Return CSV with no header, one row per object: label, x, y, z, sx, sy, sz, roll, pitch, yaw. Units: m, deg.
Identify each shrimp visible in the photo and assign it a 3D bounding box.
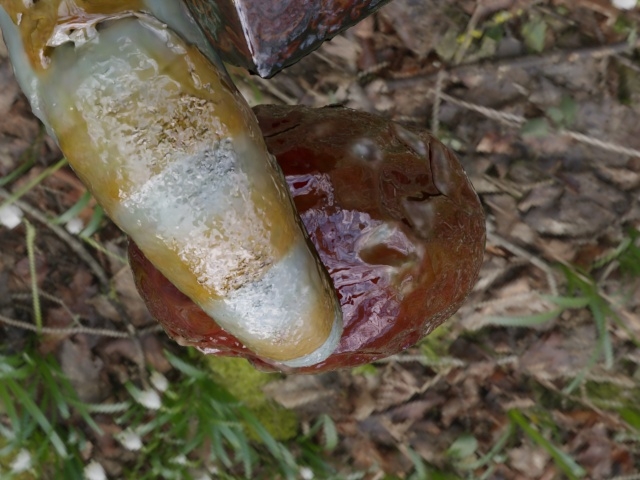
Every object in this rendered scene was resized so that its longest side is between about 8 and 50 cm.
shrimp,-0.041,-0.027,0.459,0.068,0.185,0.287,-29,168,7

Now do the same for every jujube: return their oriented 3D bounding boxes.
jujube,0.001,0.000,0.986,0.377,0.276,0.276,-13,128,-55

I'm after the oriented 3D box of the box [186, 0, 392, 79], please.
box,-0.013,-0.335,0.621,0.264,0.116,0.415,-35,138,-18
